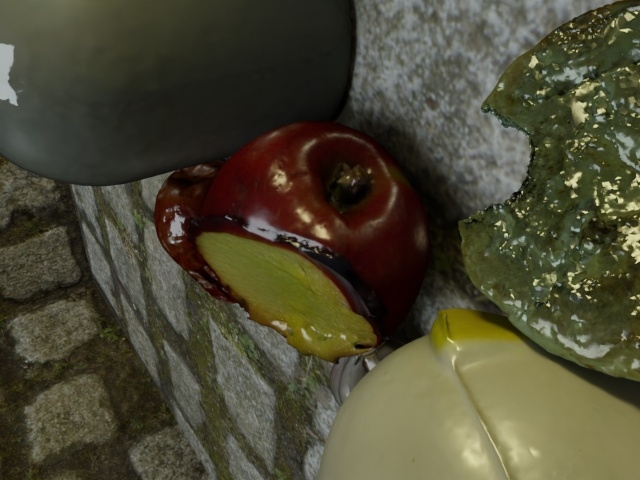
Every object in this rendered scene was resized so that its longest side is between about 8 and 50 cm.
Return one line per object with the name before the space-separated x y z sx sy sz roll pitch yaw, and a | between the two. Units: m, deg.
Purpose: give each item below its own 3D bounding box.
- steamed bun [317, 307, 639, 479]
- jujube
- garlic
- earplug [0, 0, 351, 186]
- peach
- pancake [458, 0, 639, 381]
steamed bun | 0.148 0.230 0.466 0.334 0.334 0.374 53 168 25
jujube | -0.168 -0.011 0.994 0.190 0.190 0.255 40 150 41
garlic | 0.096 0.197 0.772 0.194 0.127 0.131 46 -172 -16
earplug | -0.207 -0.228 0.692 0.312 0.394 0.312 41 142 42
peach | 0.000 0.000 0.707 0.258 0.201 0.361 31 155 8
pancake | 0.203 -0.035 0.368 0.253 0.037 0.253 -11 70 33
